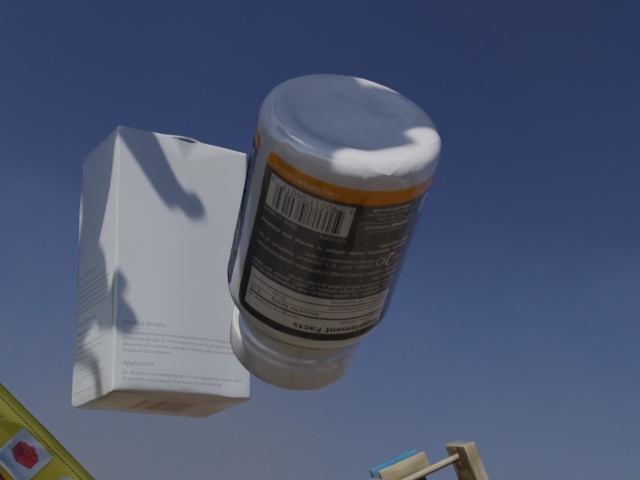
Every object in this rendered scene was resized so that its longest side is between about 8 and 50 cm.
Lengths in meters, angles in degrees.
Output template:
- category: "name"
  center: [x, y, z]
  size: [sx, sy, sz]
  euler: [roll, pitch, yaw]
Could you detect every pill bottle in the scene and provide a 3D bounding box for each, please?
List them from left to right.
- category: "pill bottle"
  center: [0.000, 0.000, 0.836]
  size: [0.162, 0.162, 0.278]
  euler: [12, -52, -4]

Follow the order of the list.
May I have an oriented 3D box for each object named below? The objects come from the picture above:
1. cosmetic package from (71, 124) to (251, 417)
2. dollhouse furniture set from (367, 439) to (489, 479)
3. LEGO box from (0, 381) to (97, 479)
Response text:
- category: "cosmetic package"
  center: [-0.228, 0.048, 1.294]
  size: [0.217, 0.385, 0.156]
  euler: [12, -25, -33]
- category: "dollhouse furniture set"
  center: [0.039, 0.250, 0.694]
  size: [0.184, 0.129, 0.129]
  euler: [-20, -4, -18]
- category: "LEGO box"
  center: [-0.435, 0.302, 1.147]
  size: [0.500, 0.193, 0.372]
  euler: [45, -21, 2]
